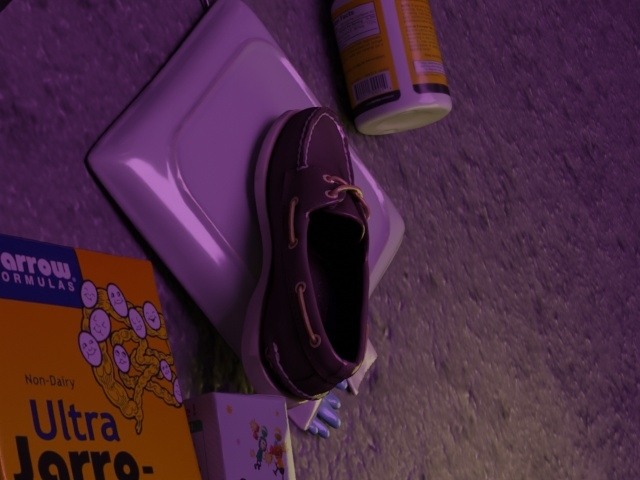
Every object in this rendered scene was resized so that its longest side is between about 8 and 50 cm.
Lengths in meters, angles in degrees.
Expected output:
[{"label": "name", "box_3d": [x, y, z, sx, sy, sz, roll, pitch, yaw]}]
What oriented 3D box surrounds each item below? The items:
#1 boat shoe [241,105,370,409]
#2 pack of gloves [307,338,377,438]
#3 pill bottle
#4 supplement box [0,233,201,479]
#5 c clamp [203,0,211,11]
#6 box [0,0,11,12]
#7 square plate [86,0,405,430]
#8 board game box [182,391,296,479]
[{"label": "boat shoe", "box_3d": [0.000, 0.000, 1.383, 0.116, 0.096, 0.324, 36, 45, -35]}, {"label": "pack of gloves", "box_3d": [-0.005, 0.074, 1.534, 0.232, 0.046, 0.195, 63, 32, -18]}, {"label": "pill bottle", "box_3d": [0.079, -0.240, 1.763, 0.119, 0.119, 0.208, 3, 73, -59]}, {"label": "supplement box", "box_3d": [-0.199, 0.197, 0.947, 0.194, 0.195, 0.356, 14, 56, -57]}, {"label": "c clamp", "box_3d": [-0.164, -0.285, 1.472, 0.160, 0.022, 0.137, -21, 94, -61]}, {"label": "box", "box_3d": [-0.294, -0.226, 1.215, 0.094, 0.027, 0.137, 57, 33, -24]}, {"label": "square plate", "box_3d": [-0.045, -0.045, 1.480, 0.344, 0.049, 0.347, 53, 37, -19]}, {"label": "board game box", "box_3d": [-0.117, 0.278, 1.056, 0.097, 0.224, 0.303, 13, 65, -56]}]
